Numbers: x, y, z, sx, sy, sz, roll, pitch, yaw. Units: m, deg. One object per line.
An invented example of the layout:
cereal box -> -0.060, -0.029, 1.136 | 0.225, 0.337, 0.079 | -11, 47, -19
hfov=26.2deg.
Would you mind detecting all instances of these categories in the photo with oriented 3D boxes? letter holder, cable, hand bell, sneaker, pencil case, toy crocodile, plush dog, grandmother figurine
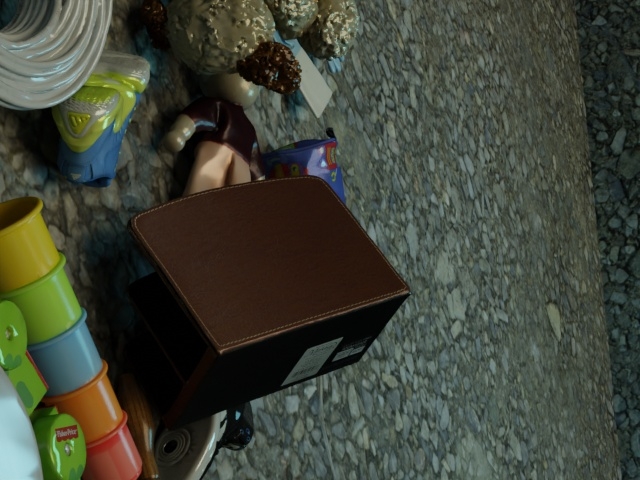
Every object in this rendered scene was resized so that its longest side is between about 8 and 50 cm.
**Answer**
letter holder -> -0.087, 0.058, 1.626 | 0.302, 0.152, 0.214 | -15, 60, -41
cable -> -0.324, -0.261, 1.399 | 0.257, 0.089, 0.257 | 15, 78, -53
hand bell -> -0.187, 0.260, 1.508 | 0.126, 0.126, 0.242 | 29, 42, -58
sneaker -> -0.127, 0.237, 1.642 | 0.121, 0.079, 0.217 | 57, 32, -39
pencil case -> 0.000, 0.000, 1.973 | 0.133, 0.119, 0.306 | -35, 111, -75
sneaker -> -0.257, -0.136, 1.565 | 0.240, 0.091, 0.126 | -68, 171, -67
toy crocodile -> -0.303, 0.134, 1.281 | 0.105, 0.115, 0.340 | -67, 140, -59
plush dog -> -0.099, -0.300, 1.741 | 0.210, 0.262, 0.225 | 88, 26, -56
grandmother figurine -> -0.123, -0.105, 1.788 | 0.208, 0.104, 0.342 | 51, 38, -56

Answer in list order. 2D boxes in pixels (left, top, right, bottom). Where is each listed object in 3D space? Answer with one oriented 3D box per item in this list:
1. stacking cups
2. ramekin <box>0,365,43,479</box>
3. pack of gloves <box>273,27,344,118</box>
stacking cups -> -0.259, 0.112, 1.400 | 0.316, 0.096, 0.096 | 67, 27, -22
ramekin -> -0.355, 0.210, 1.117 | 0.273, 0.127, 0.273 | 40, 43, -53
pack of gloves -> -0.050, -0.324, 2.129 | 0.232, 0.046, 0.195 | 56, 35, -24
